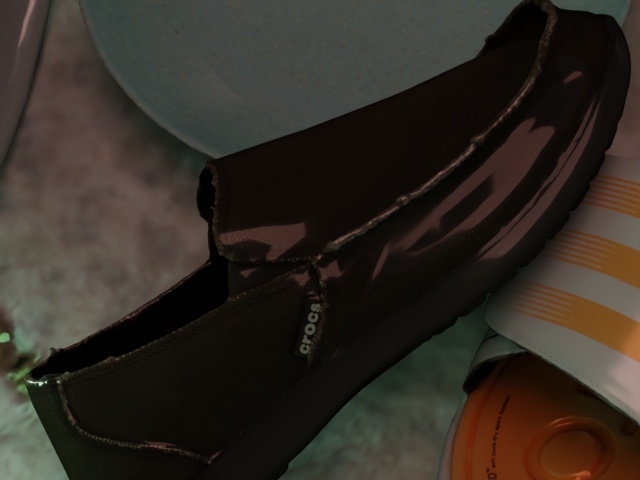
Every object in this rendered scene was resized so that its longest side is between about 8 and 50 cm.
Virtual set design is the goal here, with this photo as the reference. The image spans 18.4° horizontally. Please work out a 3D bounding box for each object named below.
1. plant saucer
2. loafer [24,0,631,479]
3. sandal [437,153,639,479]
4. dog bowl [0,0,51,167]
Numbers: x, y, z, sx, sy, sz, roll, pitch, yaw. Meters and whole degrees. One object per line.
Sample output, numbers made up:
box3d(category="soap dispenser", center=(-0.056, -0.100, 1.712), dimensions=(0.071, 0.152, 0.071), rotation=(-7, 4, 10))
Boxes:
box3d(category="plant saucer", center=(0.013, -0.095, 0.691), dimensions=(0.195, 0.037, 0.195), rotation=(-2, 62, 3))
box3d(category="loafer", center=(0.000, 0.000, 0.584), dimensions=(0.220, 0.080, 0.078), rotation=(-44, 103, -3))
box3d(category="sandal", center=(0.113, -0.008, 0.603), dimensions=(0.102, 0.076, 0.265), rotation=(16, 59, 38))
box3d(category="dog bowl", center=(-0.164, -0.123, 0.590), dimensions=(0.104, 0.265, 0.264), rotation=(6, 63, 9))
